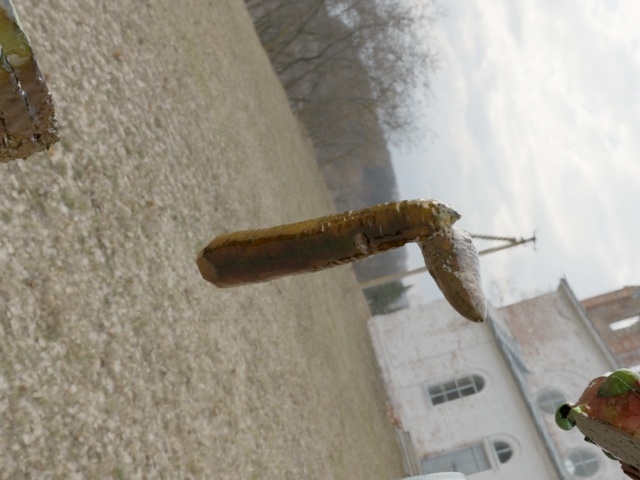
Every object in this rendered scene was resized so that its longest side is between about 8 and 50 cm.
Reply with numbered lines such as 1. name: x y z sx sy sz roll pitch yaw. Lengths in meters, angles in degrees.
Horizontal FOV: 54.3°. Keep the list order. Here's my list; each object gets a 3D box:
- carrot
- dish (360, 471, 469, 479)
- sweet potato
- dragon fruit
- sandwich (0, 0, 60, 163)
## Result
1. carrot: 0.000 0.000 0.668 0.066 0.314 0.066 31 53 -52
2. dish: 0.115 0.364 0.809 0.316 0.317 0.106 62 17 -59
3. sweet potato: 0.218 0.017 1.063 0.114 0.092 0.341 61 10 -21
4. dragon fruit: 0.582 0.349 1.140 0.295 0.130 0.268 23 -21 42
5. sandwich: -0.378 -0.258 0.647 0.301 0.099 0.271 64 -17 9
